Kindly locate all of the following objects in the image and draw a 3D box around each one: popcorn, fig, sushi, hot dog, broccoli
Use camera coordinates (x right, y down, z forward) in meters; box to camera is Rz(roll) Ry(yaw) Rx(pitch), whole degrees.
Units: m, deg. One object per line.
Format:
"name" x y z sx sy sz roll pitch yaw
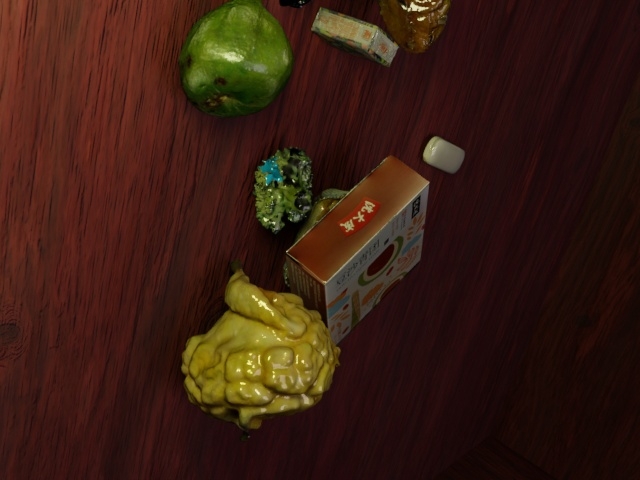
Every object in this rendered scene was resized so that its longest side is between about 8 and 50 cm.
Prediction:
"popcorn" -0.141 0.229 2.002 0.349 0.349 0.381 -10 87 -53
"fig" -0.149 -0.350 1.611 0.203 0.203 0.235 37 45 -60
"sushi" 0.183 -0.523 1.874 0.167 0.296 0.179 -25 170 10
"hot dog" 0.000 0.000 2.193 0.163 0.082 0.270 8 111 -57
"broccoli" -0.067 -0.102 1.926 0.167 0.160 0.154 -40 119 -12

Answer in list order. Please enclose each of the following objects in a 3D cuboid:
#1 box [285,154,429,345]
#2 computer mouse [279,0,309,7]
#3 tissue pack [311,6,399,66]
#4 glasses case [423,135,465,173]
"box" 0.090 0.040 2.164 0.344 0.122 0.385 -44 158 -19
"computer mouse" -0.001 -0.519 1.675 0.241 0.146 0.077 -50 130 -9
"tissue pack" 0.070 -0.408 1.856 0.109 0.148 0.060 17 98 -59
"glasses case" 0.337 -0.231 2.515 0.204 0.051 0.081 15 105 -59
